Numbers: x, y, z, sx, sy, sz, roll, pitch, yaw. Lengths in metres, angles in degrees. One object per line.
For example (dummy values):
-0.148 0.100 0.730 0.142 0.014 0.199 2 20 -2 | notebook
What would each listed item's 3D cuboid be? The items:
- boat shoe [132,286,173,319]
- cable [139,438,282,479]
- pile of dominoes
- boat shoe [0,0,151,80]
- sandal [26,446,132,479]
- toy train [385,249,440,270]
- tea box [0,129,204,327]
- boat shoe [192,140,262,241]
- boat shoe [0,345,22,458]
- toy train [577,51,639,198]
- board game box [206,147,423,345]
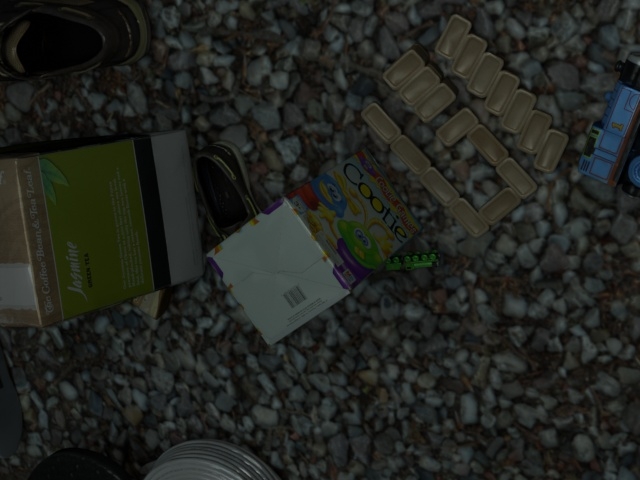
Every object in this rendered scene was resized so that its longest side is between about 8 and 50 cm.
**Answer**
-0.249 0.040 1.722 0.059 0.063 0.170 23 115 9 | boat shoe
-0.168 0.436 1.796 0.257 0.089 0.257 -36 90 28 | cable
0.194 -0.153 1.498 0.251 0.040 0.196 47 118 -6 | pile of dominoes
-0.421 -0.297 1.652 0.355 0.130 0.132 -5 104 25 | boat shoe
-0.429 0.454 1.921 0.167 0.107 0.446 49 131 3 | sandal
0.128 0.029 1.582 0.083 0.017 0.024 -5 114 25 | toy train
-0.394 -0.024 1.579 0.329 0.323 0.220 -1 100 36 | tea box
-0.123 -0.030 1.642 0.081 0.068 0.228 -20 97 27 | boat shoe
-0.571 0.258 1.923 0.076 0.080 0.228 -7 102 31 | boat shoe
0.389 -0.144 1.382 0.105 0.080 0.184 25 115 21 | toy train
0.000 0.000 1.481 0.144 0.275 0.142 -35 90 28 | board game box
